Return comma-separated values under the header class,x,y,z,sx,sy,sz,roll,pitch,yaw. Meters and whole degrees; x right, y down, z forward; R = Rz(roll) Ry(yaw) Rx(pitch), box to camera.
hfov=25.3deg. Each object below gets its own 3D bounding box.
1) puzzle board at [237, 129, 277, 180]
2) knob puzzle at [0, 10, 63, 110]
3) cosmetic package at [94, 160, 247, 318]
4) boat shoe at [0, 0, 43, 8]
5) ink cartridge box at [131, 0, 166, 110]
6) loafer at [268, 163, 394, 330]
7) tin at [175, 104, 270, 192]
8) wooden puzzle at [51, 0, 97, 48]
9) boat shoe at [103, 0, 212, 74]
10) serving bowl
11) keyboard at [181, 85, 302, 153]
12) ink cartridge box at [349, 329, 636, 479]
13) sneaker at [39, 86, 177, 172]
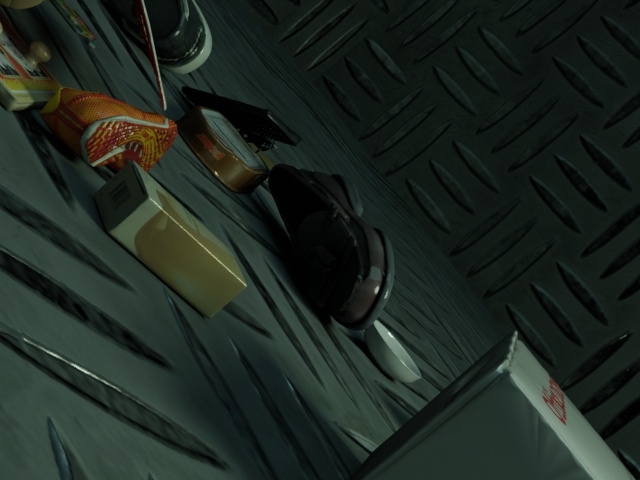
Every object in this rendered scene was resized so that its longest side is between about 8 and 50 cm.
class,x,y,z,sx,sy,sz,roll,pitch,yaw
puzzle board,-0.069,-0.094,1.910,0.128,0.011,0.096,42,12,-44
knob puzzle,-0.267,-0.183,1.084,0.213,0.030,0.213,48,7,-8
cosmetic package,-0.109,0.000,1.047,0.115,0.041,0.060,44,9,-37
boat shoe,-0.322,-0.317,1.190,0.285,0.103,0.092,49,1,-36
ink cartridge box,-0.228,-0.305,1.196,0.308,0.091,0.384,-121,-165,-72
loafer,0.000,0.000,1.549,0.095,0.109,0.302,25,18,-20
tin,-0.109,-0.105,1.628,0.106,0.040,0.190,46,7,4
wooden puzzle,-0.258,-0.232,1.486,0.083,0.006,0.049,51,7,10
boat shoe,-0.235,-0.345,1.790,0.302,0.114,0.091,52,2,22
serving bowl,0.074,0.127,1.569,0.083,0.027,0.083,48,8,-9
keyboard,-0.096,-0.136,1.729,0.100,0.038,0.192,37,-9,-38
ink cartridge box,0.196,0.272,0.992,0.395,0.166,0.285,51,7,6
sneaker,-0.162,-0.090,1.126,0.067,0.064,0.175,41,2,13
